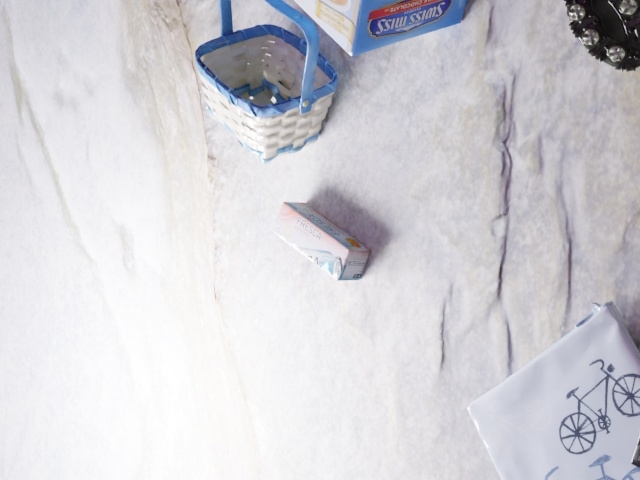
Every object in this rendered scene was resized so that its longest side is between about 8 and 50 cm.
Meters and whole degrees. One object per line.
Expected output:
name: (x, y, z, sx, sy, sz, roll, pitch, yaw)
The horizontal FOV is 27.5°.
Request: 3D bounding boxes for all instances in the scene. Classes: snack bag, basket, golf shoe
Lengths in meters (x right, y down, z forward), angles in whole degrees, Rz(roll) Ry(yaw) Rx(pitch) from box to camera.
snack bag: (0.387, 0.309, 1.897, 0.323, 0.037, 0.343, -44, 62, 34)
basket: (-0.096, -0.303, 2.222, 0.255, 0.201, 0.289, 46, 151, 33)
golf shoe: (0.386, -0.365, 1.859, 0.105, 0.120, 0.273, -38, 87, 30)

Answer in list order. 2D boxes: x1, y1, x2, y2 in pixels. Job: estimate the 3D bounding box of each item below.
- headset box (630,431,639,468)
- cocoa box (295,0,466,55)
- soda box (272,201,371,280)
headset box: (0.535, 0.160, 1.611, 0.131, 0.246, 0.283, 24, 105, 42)
cocoa box: (0.057, -0.493, 2.038, 0.347, 0.231, 0.228, 49, 145, 32)
soda box: (0.000, 0.000, 2.251, 0.183, 0.058, 0.063, 36, 114, 38)
